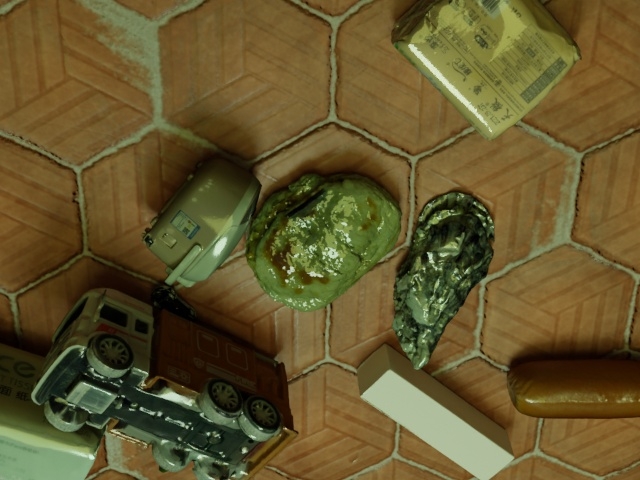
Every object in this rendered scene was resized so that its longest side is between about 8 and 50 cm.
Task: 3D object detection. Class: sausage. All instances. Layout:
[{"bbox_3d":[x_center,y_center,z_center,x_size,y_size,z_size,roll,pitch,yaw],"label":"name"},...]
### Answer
[{"bbox_3d":[0.450,0.249,1.691,0.274,0.105,0.105,1,119,-4],"label":"sausage"}]

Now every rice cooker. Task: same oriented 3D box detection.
[{"bbox_3d":[-0.174,-0.028,1.490,0.127,0.145,0.206,42,113,-9],"label":"rice cooker"}]

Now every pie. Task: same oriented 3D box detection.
[{"bbox_3d":[0.000,0.000,1.542,0.201,0.090,0.248,41,106,-18],"label":"pie"}]

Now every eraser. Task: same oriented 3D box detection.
[{"bbox_3d":[0.197,0.297,1.719,0.298,0.078,0.076,37,111,-20],"label":"eraser"}]

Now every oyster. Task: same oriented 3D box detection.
[{"bbox_3d":[0.184,0.053,1.599,0.252,0.087,0.199,-41,114,4],"label":"oyster"}]

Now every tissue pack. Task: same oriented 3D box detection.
[{"bbox_3d":[-0.580,0.315,1.612,0.404,0.205,0.332,22,120,-15],"label":"tissue pack"},{"bbox_3d":[0.232,-0.272,1.406,0.222,0.090,0.186,39,108,-22],"label":"tissue pack"}]

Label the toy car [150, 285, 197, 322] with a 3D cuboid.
[{"bbox_3d":[-0.238,0.105,1.623,0.041,0.025,0.093,-29,122,15],"label":"toy car"}]

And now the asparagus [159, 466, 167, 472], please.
[{"bbox_3d":[-0.241,0.374,1.773,0.108,0.021,0.025,-37,118,16],"label":"asparagus"}]

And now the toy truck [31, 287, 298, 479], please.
[{"bbox_3d":[-0.237,0.219,1.569,0.387,0.207,0.173,28,123,-25],"label":"toy truck"}]
